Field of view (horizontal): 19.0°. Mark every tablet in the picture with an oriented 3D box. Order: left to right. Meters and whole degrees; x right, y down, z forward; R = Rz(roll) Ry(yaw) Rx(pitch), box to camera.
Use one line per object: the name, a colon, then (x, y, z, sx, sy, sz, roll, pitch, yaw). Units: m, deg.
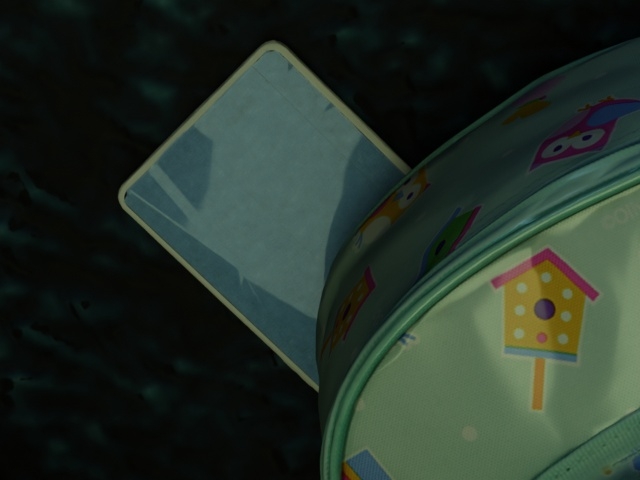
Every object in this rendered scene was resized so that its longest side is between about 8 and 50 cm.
tablet: (0.000, 0.000, 0.441, 0.083, 0.006, 0.054, 44, 103, -10)

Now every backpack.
backpack: (0.088, 0.056, 0.386, 0.166, 0.144, 0.188, -30, 101, 14)
